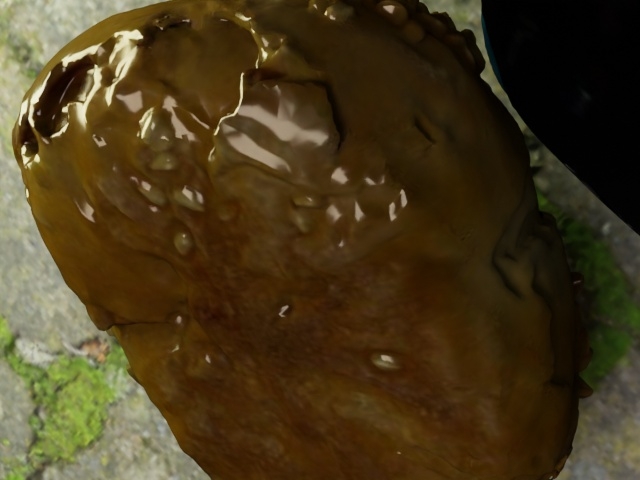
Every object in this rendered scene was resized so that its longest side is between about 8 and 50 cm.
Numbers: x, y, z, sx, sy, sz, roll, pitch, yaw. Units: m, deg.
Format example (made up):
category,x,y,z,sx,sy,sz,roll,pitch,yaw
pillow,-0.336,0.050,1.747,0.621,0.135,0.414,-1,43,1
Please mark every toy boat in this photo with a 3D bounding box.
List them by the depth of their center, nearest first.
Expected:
category,x,y,z,sx,sy,sz,roll,pitch,yaw
toy boat,0.195,-0.035,0.852,0.134,0.092,0.299,-45,74,3

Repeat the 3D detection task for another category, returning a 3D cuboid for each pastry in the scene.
category,x,y,z,sx,sy,sz,roll,pitch,yaw
pastry,0.000,0.000,0.931,0.255,0.162,0.310,0,132,35
